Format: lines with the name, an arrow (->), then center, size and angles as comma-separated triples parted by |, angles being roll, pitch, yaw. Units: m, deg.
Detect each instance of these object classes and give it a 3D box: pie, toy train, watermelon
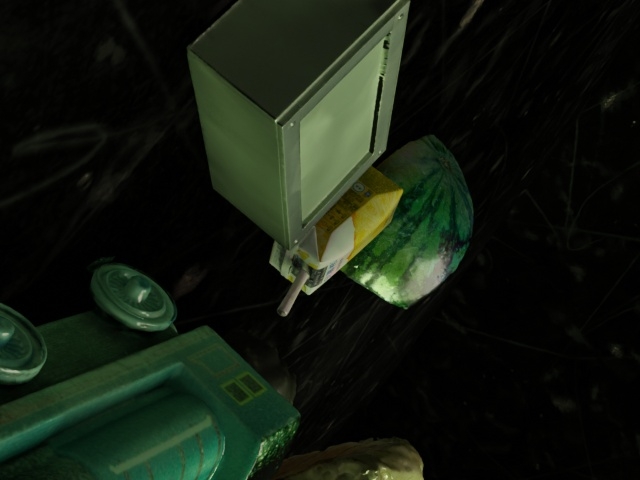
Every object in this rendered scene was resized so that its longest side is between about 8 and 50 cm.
pie -> -0.069, 0.249, 0.903 | 0.338, 0.075, 0.337 | -23, 173, -3
toy train -> -0.148, 0.122, 0.686 | 0.120, 0.194, 0.298 | -53, 166, 19
watermelon -> 0.117, -0.021, 1.281 | 0.231, 0.146, 0.128 | -45, 167, -9

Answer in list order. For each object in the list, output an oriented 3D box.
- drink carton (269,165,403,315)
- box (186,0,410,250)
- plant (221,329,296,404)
drink carton -> 0.000, 0.000, 1.107 | 0.200, 0.074, 0.084 | -40, 163, -33
box -> -0.012, -0.099, 0.753 | 0.129, 0.086, 0.225 | -46, 166, -15
plant -> -0.134, 0.207, 1.109 | 0.256, 0.142, 0.164 | -42, 164, -17
